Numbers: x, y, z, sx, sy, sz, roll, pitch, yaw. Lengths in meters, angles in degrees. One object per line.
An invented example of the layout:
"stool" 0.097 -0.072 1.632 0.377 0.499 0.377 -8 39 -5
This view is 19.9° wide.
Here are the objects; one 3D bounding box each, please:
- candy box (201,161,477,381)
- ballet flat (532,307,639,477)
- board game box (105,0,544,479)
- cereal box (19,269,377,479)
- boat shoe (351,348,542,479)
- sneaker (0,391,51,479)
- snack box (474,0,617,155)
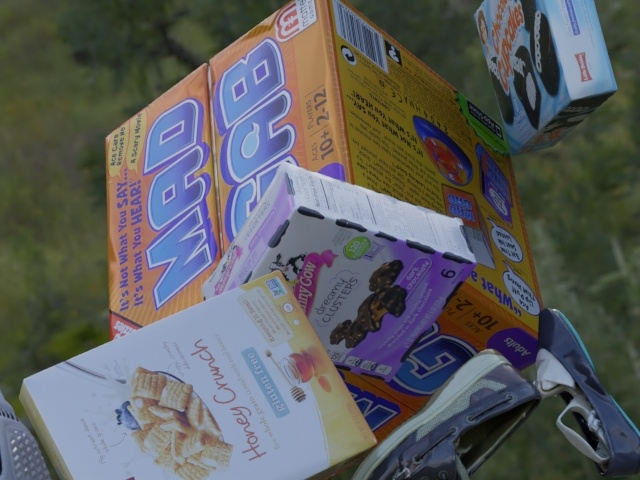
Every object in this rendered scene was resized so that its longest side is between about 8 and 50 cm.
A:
"candy box" 0.015 0.033 1.682 0.196 0.070 0.165 17 -55 -27
"ballet flat" 0.270 0.164 1.929 0.074 0.203 0.074 -27 -20 -11
"board game box" 0.000 0.000 2.132 0.356 0.356 0.356 -33 -47 27
"cereal box" -0.098 0.144 1.469 0.240 0.173 0.047 -24 -16 -24
"boat shoe" 0.104 0.192 1.596 0.223 0.080 0.073 -46 52 -14
"sneaker" -0.304 0.287 1.450 0.210 0.366 0.137 -23 -6 11
"snack box" 0.253 -0.220 2.099 0.060 0.187 0.322 -13 -7 -7
